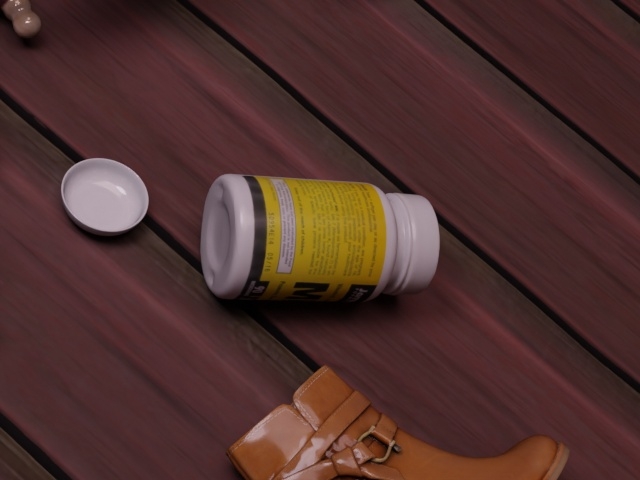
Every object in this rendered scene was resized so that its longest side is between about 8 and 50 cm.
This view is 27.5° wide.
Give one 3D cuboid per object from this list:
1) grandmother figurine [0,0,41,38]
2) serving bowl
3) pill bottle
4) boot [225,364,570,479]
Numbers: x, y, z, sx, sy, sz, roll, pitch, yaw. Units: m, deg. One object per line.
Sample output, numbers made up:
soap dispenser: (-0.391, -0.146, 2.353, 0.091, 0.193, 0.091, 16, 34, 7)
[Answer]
grandmother figurine: (-0.370, -0.240, 1.264, 0.208, 0.104, 0.342, 14, 54, -38)
serving bowl: (-0.207, -0.037, 1.243, 0.083, 0.027, 0.083, 11, 54, -16)
pill bottle: (0.000, 0.000, 1.251, 0.209, 0.119, 0.119, 2, 57, -22)
boot: (0.072, 0.200, 1.173, 0.283, 0.109, 0.220, -34, 72, -29)
